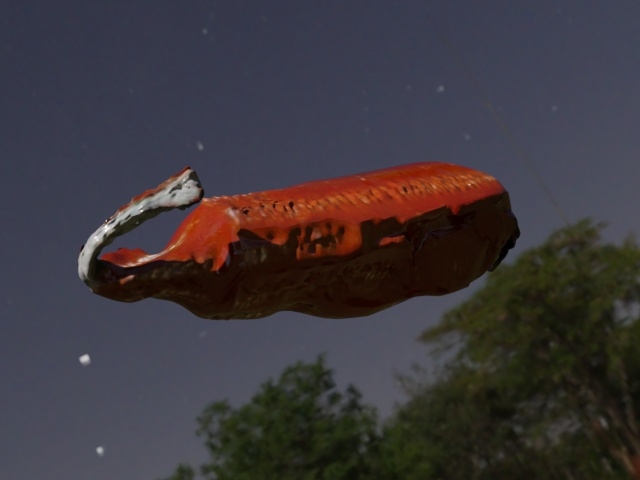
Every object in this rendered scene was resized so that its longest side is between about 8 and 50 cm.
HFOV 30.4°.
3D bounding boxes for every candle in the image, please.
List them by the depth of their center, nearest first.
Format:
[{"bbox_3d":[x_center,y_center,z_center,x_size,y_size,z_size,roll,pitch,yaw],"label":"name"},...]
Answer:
[{"bbox_3d":[0.000,0.000,0.366,0.162,0.053,0.048,-9,-23,-39],"label":"candle"}]
